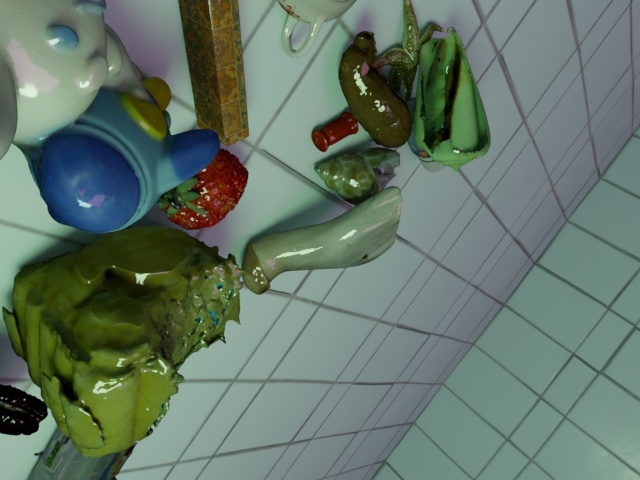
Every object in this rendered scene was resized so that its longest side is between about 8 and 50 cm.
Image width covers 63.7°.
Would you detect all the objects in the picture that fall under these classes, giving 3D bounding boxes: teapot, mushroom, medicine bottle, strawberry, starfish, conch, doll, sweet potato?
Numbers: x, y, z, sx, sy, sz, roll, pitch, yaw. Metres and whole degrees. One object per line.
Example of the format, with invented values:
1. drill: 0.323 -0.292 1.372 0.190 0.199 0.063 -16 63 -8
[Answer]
1. teapot: -0.001 -0.372 0.715 0.159 0.116 0.245 -18 142 -55
2. mushroom: 0.000 0.000 0.993 0.329 0.122 0.159 -19 129 -6
3. medicine bottle: 0.234 -0.227 1.142 0.083 0.083 0.203 -50 148 -1
4. strawberry: -0.168 -0.077 0.773 0.148 0.131 0.131 11 114 -45
5. starfish: 0.158 -0.348 0.978 0.217 0.050 0.223 -27 136 -19
6. conch: 0.233 -0.252 0.961 0.144 0.137 0.250 -20 113 -4
7. doll: -0.221 -0.138 0.481 0.365 0.187 0.375 64 33 -63
8. sweet potato: 0.106 -0.236 0.925 0.098 0.124 0.310 -27 150 8
9. conch: 0.082 -0.133 1.040 0.173 0.106 0.116 -38 163 -17

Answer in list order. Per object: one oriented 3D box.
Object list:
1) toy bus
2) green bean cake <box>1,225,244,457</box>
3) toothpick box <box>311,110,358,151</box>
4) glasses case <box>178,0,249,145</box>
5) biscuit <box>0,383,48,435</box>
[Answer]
1. toy bus: -0.408 0.363 0.928 0.138 0.112 0.316 19 105 -51
2. green bean cake: -0.239 0.102 0.717 0.310 0.285 0.201 -22 132 -42
3. toothpick box: 0.025 -0.200 0.951 0.083 0.047 0.047 -34 143 -22
4. glasses case: -0.139 -0.241 0.689 0.049 0.075 0.218 -31 142 -31
5. biscuit: -0.455 0.208 0.666 0.194 0.195 0.053 66 31 -54
